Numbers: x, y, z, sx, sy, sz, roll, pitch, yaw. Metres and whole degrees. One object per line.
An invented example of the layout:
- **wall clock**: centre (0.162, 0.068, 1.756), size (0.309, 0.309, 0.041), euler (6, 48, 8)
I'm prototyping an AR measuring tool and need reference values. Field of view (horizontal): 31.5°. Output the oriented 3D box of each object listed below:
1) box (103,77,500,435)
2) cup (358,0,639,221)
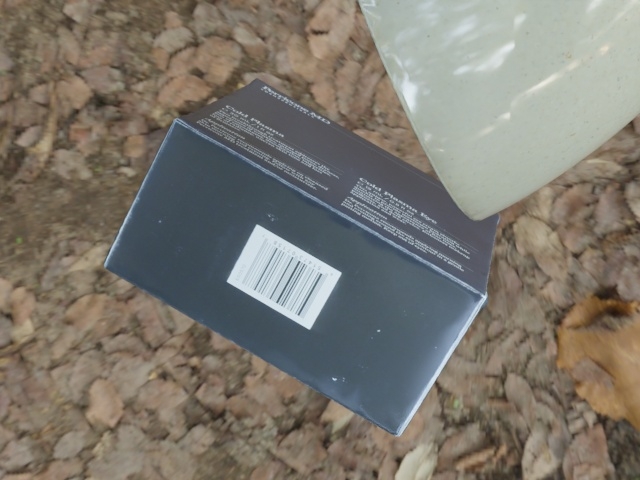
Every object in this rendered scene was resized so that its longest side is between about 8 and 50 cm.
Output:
- **box**: centre (0.000, 0.000, 1.222), size (0.343, 0.312, 0.179), euler (30, 110, 3)
- **cup**: centre (0.166, -0.210, 0.842), size (0.236, 0.331, 0.331), euler (-21, 90, 16)
